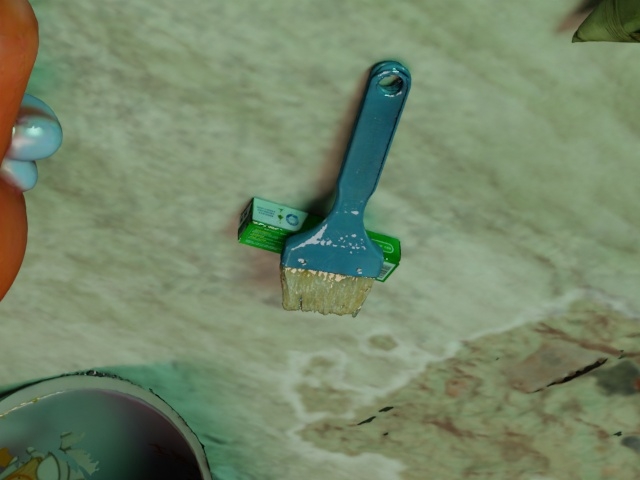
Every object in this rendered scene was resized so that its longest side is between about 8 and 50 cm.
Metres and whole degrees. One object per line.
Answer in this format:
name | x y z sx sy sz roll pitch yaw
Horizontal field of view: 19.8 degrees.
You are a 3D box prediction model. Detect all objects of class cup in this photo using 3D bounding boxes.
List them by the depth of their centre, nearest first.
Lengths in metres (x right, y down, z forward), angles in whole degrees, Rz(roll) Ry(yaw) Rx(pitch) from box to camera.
cup | -0.108 0.230 1.119 0.203 0.203 0.288 -10 150 14

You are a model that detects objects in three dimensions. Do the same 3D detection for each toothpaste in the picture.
toothpaste | 0.000 0.000 0.931 0.083 0.017 0.020 16 142 -19

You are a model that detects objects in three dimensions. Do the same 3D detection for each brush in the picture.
brush | 0.016 -0.022 0.885 0.051 0.014 0.164 6 134 -13

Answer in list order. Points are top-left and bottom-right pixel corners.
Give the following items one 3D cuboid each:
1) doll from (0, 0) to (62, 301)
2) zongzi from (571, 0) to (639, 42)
doll | -0.210 -0.008 0.832 0.161 0.130 0.290 4 135 -25
zongzi | 0.178 -0.099 0.773 0.104 0.052 0.113 10 156 -22
